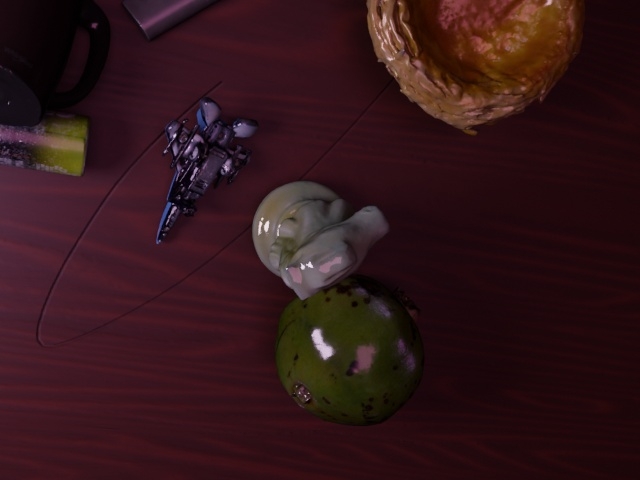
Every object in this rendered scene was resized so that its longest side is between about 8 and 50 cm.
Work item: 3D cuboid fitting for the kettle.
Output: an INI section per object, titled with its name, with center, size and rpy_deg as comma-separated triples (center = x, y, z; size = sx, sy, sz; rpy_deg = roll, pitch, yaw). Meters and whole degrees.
[kettle]
center = -0.391, -0.280, 1.000
size = 0.202, 0.144, 0.232
rpy_deg = 33, 57, -33

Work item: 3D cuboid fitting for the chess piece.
[chess piece]
center = 0.000, 0.000, 1.105
size = 0.176, 0.298, 0.175
rpy_deg = -2, 99, -14

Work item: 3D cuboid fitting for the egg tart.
[egg tart]
center = 0.241, -0.368, 1.191
size = 0.388, 0.169, 0.387
rpy_deg = -1, 95, -17

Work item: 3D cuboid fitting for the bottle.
[bottle]
center = -0.503, -0.160, 1.033
size = 0.330, 0.093, 0.093
rpy_deg = 8, 96, -18

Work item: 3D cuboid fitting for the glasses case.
[glasses case]
center = -0.206, -0.385, 1.119
size = 0.191, 0.042, 0.072
rpy_deg = -34, 99, -9

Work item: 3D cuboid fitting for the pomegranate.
[pomegranate]
center = 0.057, 0.169, 1.187
size = 0.270, 0.254, 0.254
rpy_deg = -41, 108, -20

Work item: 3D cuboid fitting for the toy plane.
[toy plane]
center = -0.198, -0.099, 1.143
size = 0.169, 0.078, 0.246
rpy_deg = 22, 95, -47
